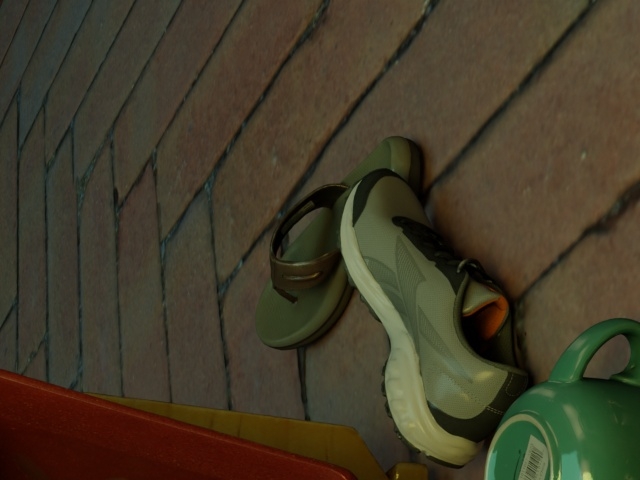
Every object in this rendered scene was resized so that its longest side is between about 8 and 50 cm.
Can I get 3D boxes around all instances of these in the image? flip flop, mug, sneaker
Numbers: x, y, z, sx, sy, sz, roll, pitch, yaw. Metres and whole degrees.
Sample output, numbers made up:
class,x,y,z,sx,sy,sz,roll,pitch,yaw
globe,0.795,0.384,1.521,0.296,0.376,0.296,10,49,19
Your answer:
class,x,y,z,sx,sy,sz,roll,pitch,yaw
flip flop,0.000,0.000,1.305,0.277,0.080,0.112,-50,38,46
mug,0.161,0.139,0.891,0.129,0.097,0.158,-51,38,46
sneaker,0.093,0.042,1.098,0.108,0.100,0.271,-46,43,28

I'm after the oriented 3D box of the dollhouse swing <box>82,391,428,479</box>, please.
class,x,y,z,sx,sy,sz,roll,pitch,yaw
dollhouse swing,-0.134,0.295,1.183,0.305,0.347,0.315,160,118,-74

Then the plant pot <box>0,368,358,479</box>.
class,x,y,z,sx,sy,sz,roll,pitch,yaw
plant pot,-0.148,0.275,0.870,0.236,0.267,0.267,119,165,-49
